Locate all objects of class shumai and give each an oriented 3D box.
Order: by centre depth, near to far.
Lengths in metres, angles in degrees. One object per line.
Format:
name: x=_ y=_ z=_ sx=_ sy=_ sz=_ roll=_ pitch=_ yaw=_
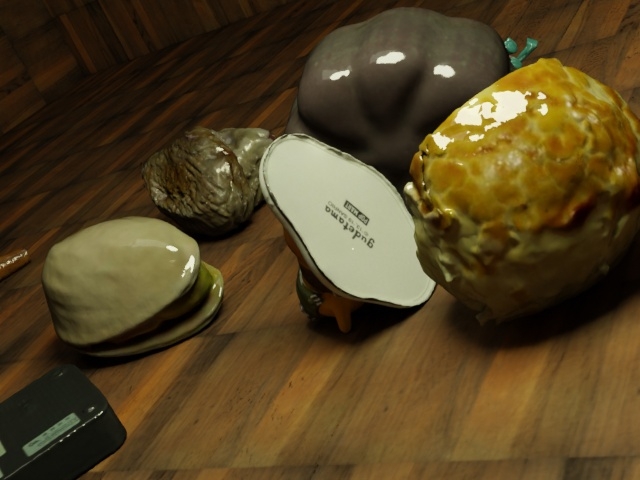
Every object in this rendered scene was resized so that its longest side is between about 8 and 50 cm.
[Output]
shumai: x=-0.159 y=-0.094 z=1.613 sx=0.185 sy=0.184 sz=0.218 roll=1 pitch=-14 yaw=-41

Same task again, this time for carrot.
carrot: x=-0.642 y=0.065 z=1.889 sx=0.161 sy=0.055 sz=0.055 roll=-28 pitch=21 yaw=-23

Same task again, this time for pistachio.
pistachio: x=-0.272 y=0.064 z=1.340 sx=0.288 sy=0.166 sz=0.197 roll=-3 pitch=55 yaw=37

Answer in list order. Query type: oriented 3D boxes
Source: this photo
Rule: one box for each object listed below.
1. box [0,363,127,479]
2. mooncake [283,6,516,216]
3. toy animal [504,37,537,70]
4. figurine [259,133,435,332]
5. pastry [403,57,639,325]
box: x=-0.409 y=0.282 z=1.141 sx=0.350 sy=0.058 sz=0.211 roll=-35 pitch=24 yaw=-19
mooncake: x=0.107 y=-0.137 z=1.211 sx=0.306 sy=0.306 sz=0.154 roll=-18 pitch=29 yaw=20
toy animal: x=0.262 y=-0.284 z=1.595 sx=0.208 sy=0.100 sz=0.103 roll=-17 pitch=60 yaw=52
figurine: x=0.000 y=0.000 z=1.126 sx=0.141 sy=0.250 sz=0.166 roll=-30 pitch=16 yaw=50
pastry: x=0.219 y=-0.032 z=0.944 sx=0.256 sy=0.237 sz=0.170 roll=-24 pitch=50 yaw=-2
